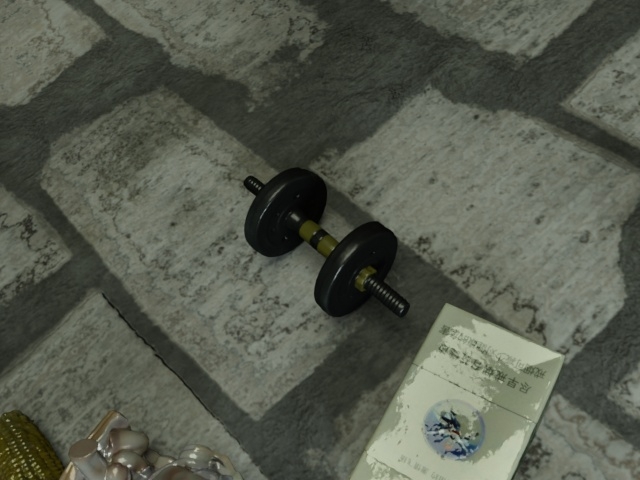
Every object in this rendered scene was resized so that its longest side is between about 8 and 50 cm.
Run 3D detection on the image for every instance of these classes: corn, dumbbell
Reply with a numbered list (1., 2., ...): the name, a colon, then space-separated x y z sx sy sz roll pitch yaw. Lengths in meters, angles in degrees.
1. corn: -0.353 0.334 0.886 0.086 0.086 0.288 -41 57 -12
2. dumbbell: 0.000 0.000 0.968 0.143 0.143 0.325 -43 60 -14

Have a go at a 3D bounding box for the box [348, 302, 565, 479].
1. box: 0.170 0.224 0.843 0.164 0.069 0.256 23 67 24

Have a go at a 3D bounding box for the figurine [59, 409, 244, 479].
1. figurine: -0.183 0.310 0.826 0.237 0.141 0.162 26 58 24
